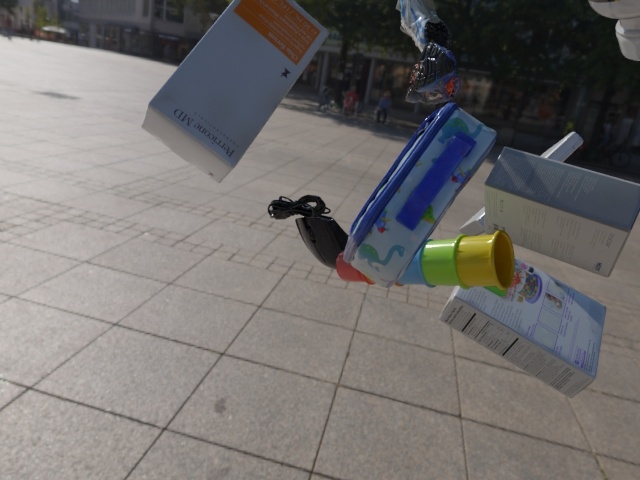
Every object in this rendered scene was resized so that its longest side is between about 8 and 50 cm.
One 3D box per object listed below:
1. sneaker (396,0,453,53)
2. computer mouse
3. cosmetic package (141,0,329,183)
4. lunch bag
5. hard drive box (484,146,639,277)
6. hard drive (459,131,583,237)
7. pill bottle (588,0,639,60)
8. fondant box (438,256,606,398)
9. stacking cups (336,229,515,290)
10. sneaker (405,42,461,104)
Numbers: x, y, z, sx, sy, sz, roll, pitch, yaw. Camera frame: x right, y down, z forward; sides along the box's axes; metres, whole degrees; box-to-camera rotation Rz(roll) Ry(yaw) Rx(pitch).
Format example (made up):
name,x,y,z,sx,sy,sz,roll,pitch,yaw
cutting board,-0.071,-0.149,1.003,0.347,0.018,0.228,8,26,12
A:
name,x,y,z,sx,sy,sz,roll,pitch,yaw
sneaker,0.220,-0.458,1.096,0.085,0.086,0.237,13,53,-30
computer mouse,0.000,0.000,1.223,0.188,0.072,0.272,-2,-37,48
cosmetic package,-0.199,-0.393,1.225,0.230,0.454,0.161,36,-20,-16
lunch bag,0.118,-0.052,0.628,0.090,0.219,0.176,35,-9,6
hard drive box,0.415,-0.047,0.887,0.232,0.089,0.181,25,-17,28
hard drive,0.563,-0.146,1.448,0.047,0.353,0.233,48,-1,7
pill bottle,0.420,-0.415,0.640,0.187,0.334,0.188,-27,26,15
fondant box,0.474,0.170,1.179,0.330,0.096,0.238,32,45,12
stacking cups,0.161,0.037,0.875,0.316,0.096,0.096,-3,7,38
sneaker,0.210,-0.288,0.893,0.087,0.083,0.221,12,9,0
